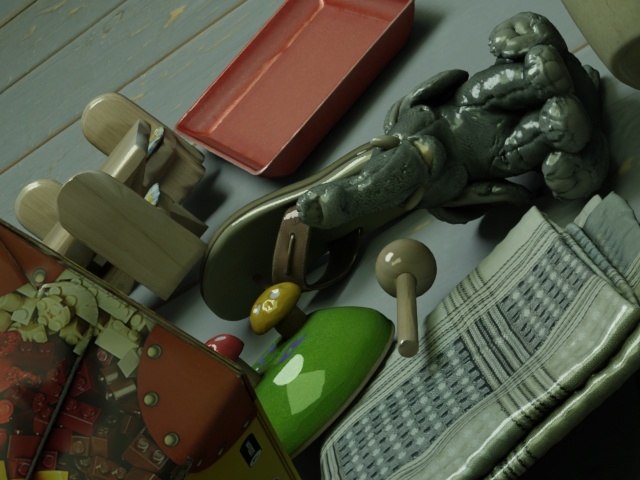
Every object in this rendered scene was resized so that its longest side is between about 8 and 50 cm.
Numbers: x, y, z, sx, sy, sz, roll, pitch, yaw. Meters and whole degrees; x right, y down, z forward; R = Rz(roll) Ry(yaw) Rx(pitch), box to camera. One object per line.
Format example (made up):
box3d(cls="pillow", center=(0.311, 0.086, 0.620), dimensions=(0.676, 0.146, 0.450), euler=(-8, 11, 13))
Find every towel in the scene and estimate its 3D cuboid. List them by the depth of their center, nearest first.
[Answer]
box3d(cls="towel", center=(0.120, 0.094, 1.187), dimensions=(0.324, 0.056, 0.312), euler=(-42, 11, 8))

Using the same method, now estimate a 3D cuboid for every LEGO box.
box3d(cls="LEGO box", center=(-0.191, 0.256, 1.055), dimensions=(0.193, 0.500, 0.372), euler=(31, 75, 16))

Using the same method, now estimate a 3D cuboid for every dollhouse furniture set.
box3d(cls="dollhouse furniture set", center=(-0.331, 0.020, 1.671), dimensions=(0.394, 0.256, 0.362), euler=(-51, 14, 11))

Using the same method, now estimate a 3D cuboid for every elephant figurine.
box3d(cls="elephant figurine", center=(0.114, -0.084, 1.369), dimensions=(0.239, 0.186, 0.169), euler=(-25, 49, 20))

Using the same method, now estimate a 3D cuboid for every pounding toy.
box3d(cls="pounding toy", center=(-0.020, 0.084, 1.348), dimensions=(0.237, 0.110, 0.183), euler=(-43, 10, 26))

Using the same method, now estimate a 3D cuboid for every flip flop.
box3d(cls="flip flop", center=(0.000, 0.000, 1.511), dimensions=(0.277, 0.112, 0.080), euler=(-29, 48, 20))

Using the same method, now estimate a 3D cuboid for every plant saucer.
box3d(cls="plant saucer", center=(-0.024, -0.182, 1.795), dimensions=(0.258, 0.048, 0.259), euler=(-49, 30, -6))

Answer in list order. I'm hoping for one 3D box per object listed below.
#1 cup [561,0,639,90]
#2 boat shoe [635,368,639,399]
box3d(cls="cup", center=(0.302, -0.247, 1.232), dimensions=(0.331, 0.331, 0.237), euler=(-14, 68, 44))
box3d(cls="boat shoe", center=(0.258, 0.125, 0.957), dimensions=(0.114, 0.091, 0.302), euler=(-44, 29, 8))
